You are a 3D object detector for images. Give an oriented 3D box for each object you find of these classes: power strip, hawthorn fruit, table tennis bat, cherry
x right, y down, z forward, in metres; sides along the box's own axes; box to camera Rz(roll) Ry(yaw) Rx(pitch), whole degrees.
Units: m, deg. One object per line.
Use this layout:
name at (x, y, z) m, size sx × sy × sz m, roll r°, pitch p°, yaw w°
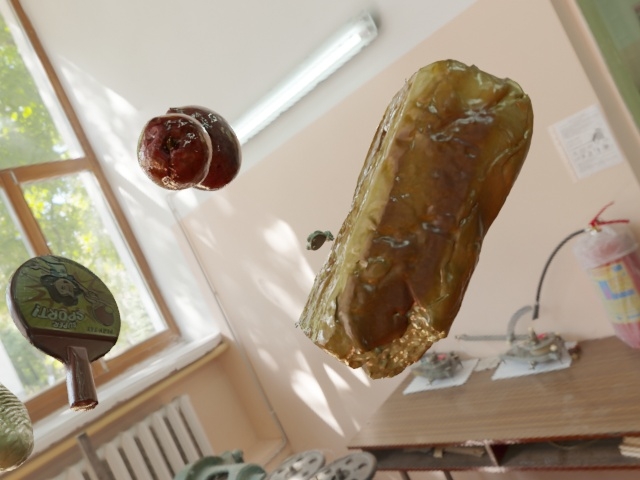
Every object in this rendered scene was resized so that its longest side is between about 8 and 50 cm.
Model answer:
power strip at (0.000, 0.000, 1.186) m, size 0.083 × 0.055 × 0.035 m, roll -22°, pitch 36°, yaw -39°
hawthorn fruit at (-0.332, -0.205, 1.101) m, size 0.179 × 0.179 × 0.200 m, roll -26°, pitch 8°, yaw -13°
table tennis bat at (-0.578, 0.197, 1.114) m, size 0.051 × 0.415 × 0.268 m, roll -41°, pitch -35°, yaw 17°
cherry at (-0.324, -0.267, 1.345) m, size 0.205 × 0.240 × 0.239 m, roll 0°, pitch -4°, yaw -8°

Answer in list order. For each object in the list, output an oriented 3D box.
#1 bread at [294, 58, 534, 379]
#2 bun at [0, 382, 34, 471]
bread at (0.104, -0.017, 0.534) m, size 0.195 × 0.148 × 0.344 m, roll 174°, pitch 119°, yaw -82°
bun at (-0.635, 0.343, 0.879) m, size 0.134 × 0.220 × 0.220 m, roll -44°, pitch 5°, yaw -15°
